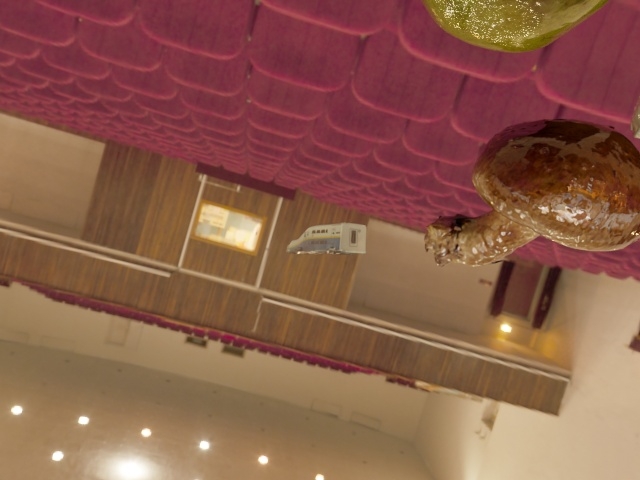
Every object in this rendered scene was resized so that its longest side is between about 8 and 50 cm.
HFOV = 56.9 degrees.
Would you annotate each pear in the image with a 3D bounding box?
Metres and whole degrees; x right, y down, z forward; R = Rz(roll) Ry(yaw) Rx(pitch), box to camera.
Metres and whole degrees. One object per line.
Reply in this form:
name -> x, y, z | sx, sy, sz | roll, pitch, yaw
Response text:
pear -> 0.187, -0.287, 0.565 | 0.213, 0.212, 0.269 | 17, -156, 10

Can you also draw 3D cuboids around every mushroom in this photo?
mushroom -> 0.390, -0.056, 1.054 | 0.334, 0.356, 0.331 | 31, -176, 16

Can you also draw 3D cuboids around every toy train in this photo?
toy train -> 0.000, 0.000, 1.031 | 0.052, 0.051, 0.234 | 7, 176, -26

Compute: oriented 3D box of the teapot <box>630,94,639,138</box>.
teapot -> 0.665, -0.265, 1.025 | 0.178, 0.221, 0.163 | 21, -156, 18
